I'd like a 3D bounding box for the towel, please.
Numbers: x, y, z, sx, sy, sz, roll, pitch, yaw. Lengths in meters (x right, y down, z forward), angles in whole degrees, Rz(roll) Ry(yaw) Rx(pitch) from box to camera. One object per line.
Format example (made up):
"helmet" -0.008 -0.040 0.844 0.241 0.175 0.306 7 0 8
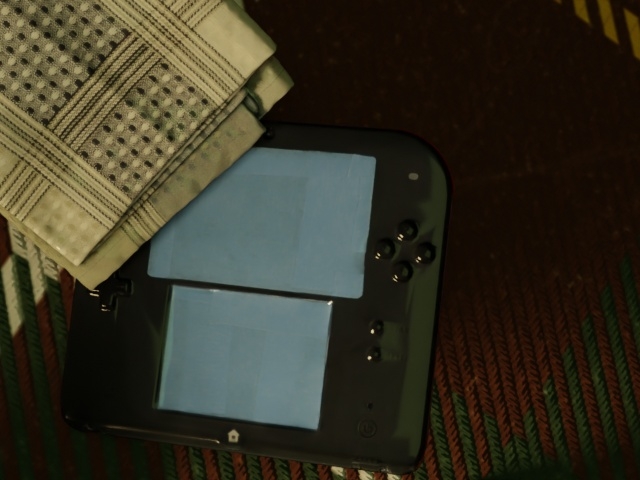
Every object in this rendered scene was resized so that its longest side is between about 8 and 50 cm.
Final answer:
"towel" -0.225 -0.150 1.107 0.312 0.056 0.324 -46 113 3

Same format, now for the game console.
"game console" -0.067 0.046 1.184 0.386 0.060 0.342 6 81 13
